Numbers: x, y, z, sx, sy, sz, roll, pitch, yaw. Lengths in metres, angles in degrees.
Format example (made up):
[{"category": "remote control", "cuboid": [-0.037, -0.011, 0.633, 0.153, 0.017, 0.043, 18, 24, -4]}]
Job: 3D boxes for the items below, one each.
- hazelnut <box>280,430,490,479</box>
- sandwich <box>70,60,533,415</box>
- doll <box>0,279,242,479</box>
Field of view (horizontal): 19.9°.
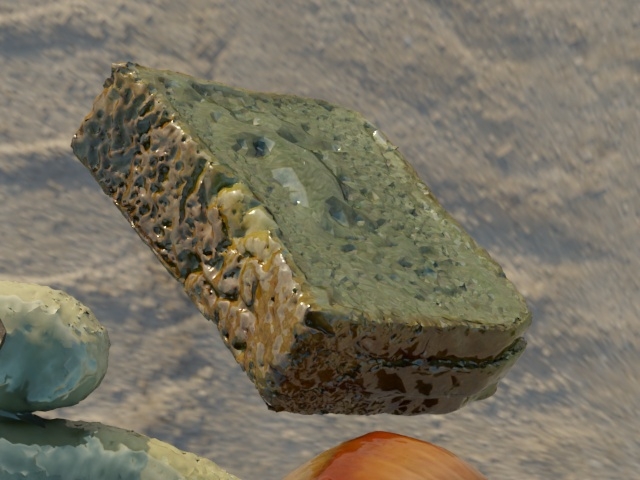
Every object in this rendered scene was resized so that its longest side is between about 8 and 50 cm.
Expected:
[{"category": "hazelnut", "cuboid": [0.044, 0.214, 1.092, 0.214, 0.176, 0.214, 0, 38, 0]}, {"category": "sandwich", "cuboid": [0.000, 0.000, 1.341, 0.301, 0.271, 0.099, 50, 124, 35]}, {"category": "doll", "cuboid": [-0.151, 0.094, 0.669, 0.278, 0.149, 0.175, 24, 62, -6]}]
